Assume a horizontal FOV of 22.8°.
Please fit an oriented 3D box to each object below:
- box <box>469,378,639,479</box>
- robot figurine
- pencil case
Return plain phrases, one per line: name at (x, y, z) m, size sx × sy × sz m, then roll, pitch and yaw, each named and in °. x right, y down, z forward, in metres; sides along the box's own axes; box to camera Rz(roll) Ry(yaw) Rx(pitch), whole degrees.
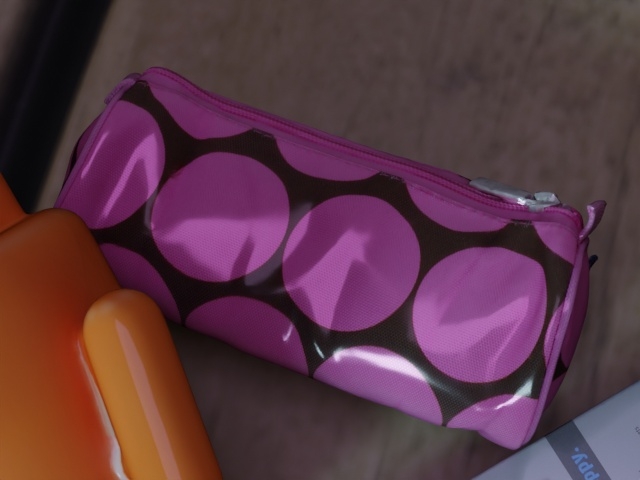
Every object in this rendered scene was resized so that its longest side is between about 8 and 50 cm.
box at (0.089, 0.153, 0.586) m, size 0.186 × 0.038 × 0.145 m, roll -29°, pitch 73°, yaw -5°
robot figurine at (-0.108, 0.076, 0.555) m, size 0.158 × 0.128 × 0.219 m, roll -26°, pitch 98°, yaw 6°
pencil case at (0.000, 0.000, 0.611) m, size 0.209 × 0.095 × 0.098 m, roll 18°, pitch 112°, yaw 8°
